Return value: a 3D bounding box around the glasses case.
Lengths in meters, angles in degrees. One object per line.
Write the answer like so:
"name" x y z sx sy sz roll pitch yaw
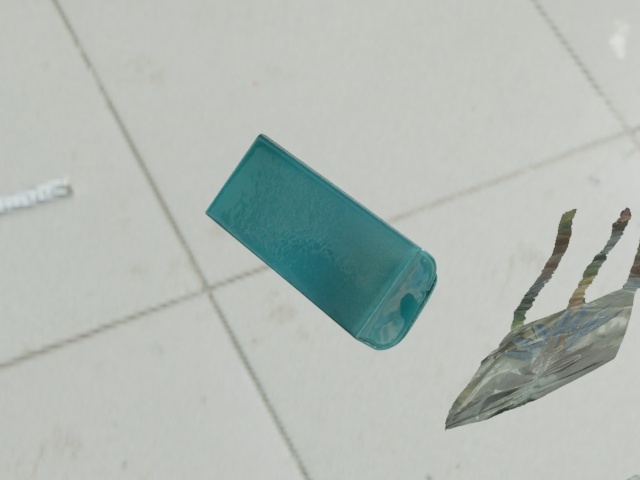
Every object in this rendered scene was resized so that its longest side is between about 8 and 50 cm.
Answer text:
"glasses case" 0.001 -0.001 1.619 0.117 0.070 0.301 -55 44 4

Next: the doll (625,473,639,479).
"doll" 0.316 0.330 1.617 0.271 0.208 0.144 -51 119 -28

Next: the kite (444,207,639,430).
"kite" 0.180 0.059 1.132 0.169 0.310 0.015 -21 61 -14
